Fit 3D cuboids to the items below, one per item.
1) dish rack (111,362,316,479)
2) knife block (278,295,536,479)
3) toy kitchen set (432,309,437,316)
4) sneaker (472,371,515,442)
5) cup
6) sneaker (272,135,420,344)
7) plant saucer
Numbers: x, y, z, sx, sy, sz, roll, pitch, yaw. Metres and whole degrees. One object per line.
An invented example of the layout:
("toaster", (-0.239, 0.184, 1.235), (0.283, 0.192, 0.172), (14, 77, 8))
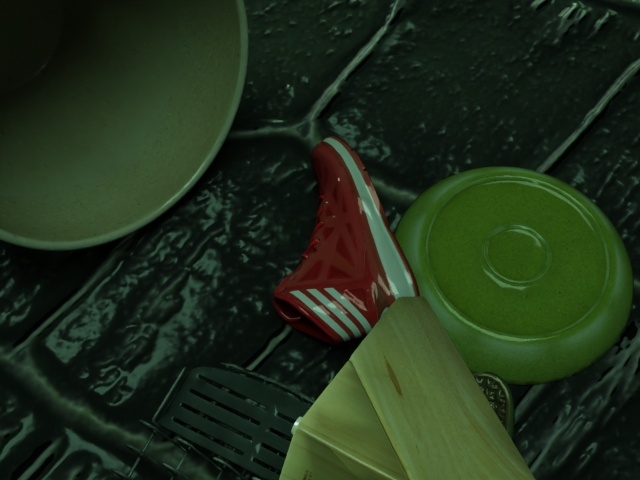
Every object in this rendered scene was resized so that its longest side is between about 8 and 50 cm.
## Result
("dish rack", (-0.095, 0.228, 0.804), (0.208, 0.074, 0.272), (22, 70, 22))
("knife block", (0.102, 0.181, 0.733), (0.242, 0.088, 0.276), (27, 35, 13))
("toy kitchen set", (0.090, 0.115, 0.897), (0.068, 0.075, 0.083), (-32, 69, -3))
("sneaker", (0.130, 0.204, 0.860), (0.064, 0.086, 0.192), (11, 90, 16))
("cup", (-0.268, -0.186, 0.961), (0.331, 0.331, 0.237), (-39, 43, -21))
("sneaker", (0.000, 0.000, 0.966), (0.128, 0.087, 0.221), (-22, 51, -4))
("plant saucer", (0.187, 0.020, 0.986), (0.240, 0.037, 0.241), (1, 60, -2))
